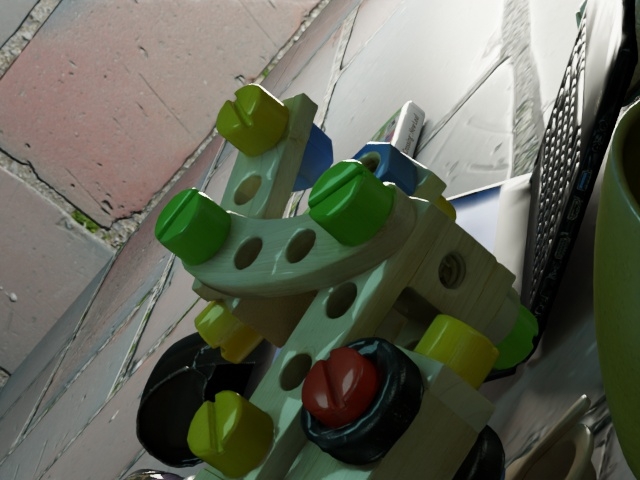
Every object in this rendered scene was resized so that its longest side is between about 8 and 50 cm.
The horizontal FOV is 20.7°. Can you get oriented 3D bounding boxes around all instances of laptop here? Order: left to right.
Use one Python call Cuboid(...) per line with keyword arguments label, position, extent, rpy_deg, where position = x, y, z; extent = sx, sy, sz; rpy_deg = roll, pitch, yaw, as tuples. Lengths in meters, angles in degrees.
Cuboid(label="laptop", position=(0.063, -0.038, 0.919), extent=(0.234, 0.137, 0.264), rpy_deg=(-73, -2, -62))

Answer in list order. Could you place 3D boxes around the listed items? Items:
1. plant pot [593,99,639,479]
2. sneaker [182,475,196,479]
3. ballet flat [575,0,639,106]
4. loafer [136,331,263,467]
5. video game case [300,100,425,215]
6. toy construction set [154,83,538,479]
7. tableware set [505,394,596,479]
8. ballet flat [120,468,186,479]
Cuboid(label="plant pot", position=(0.132, 0.030, 0.495), extent=(0.134, 0.134, 0.095), rpy_deg=(-66, -7, -54))
Cuboid(label="sneaker", position=(-0.083, 0.206, 0.954), extent=(0.094, 0.080, 0.212), rpy_deg=(-58, -2, 12))
Cuboid(label="ballet flat", position=(0.174, -0.136, 1.040), extent=(0.057, 0.052, 0.168), rpy_deg=(-45, 12, 35))
Cuboid(label="loafer", position=(-0.067, 0.103, 1.190), extent=(0.220, 0.080, 0.078), rpy_deg=(-42, 14, 44))
Cuboid(label="video game case", position=(0.000, 0.000, 1.419), extent=(0.212, 0.023, 0.193), rpy_deg=(-46, 12, 29))
Cuboid(label="toy construction set", position=(-0.028, 0.098, 0.728), extent=(0.215, 0.151, 0.327), rpy_deg=(19, 87, 55))
Cuboid(label="tableware set", position=(0.060, 0.141, 0.673), extent=(0.141, 0.020, 0.168), rpy_deg=(-46, 11, 26))
Cuboid(label="ballet flat", position=(-0.138, 0.237, 1.097), extent=(0.079, 0.077, 0.221), rpy_deg=(-5, 44, 50))
